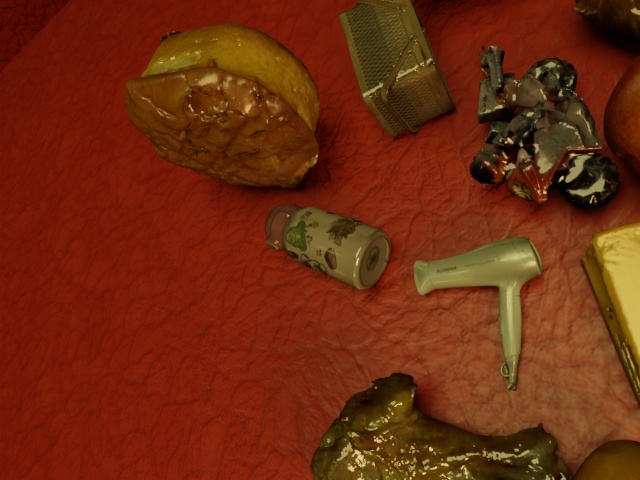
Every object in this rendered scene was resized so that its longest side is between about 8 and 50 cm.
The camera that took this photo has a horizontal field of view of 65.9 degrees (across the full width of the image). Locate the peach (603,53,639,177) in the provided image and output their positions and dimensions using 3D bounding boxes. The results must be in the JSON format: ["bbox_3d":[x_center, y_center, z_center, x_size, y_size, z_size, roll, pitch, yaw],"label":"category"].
[{"bbox_3d":[0.517,-0.174,0.668,0.231,0.231,0.230,-10,67,25],"label":"peach"}]

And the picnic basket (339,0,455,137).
[{"bbox_3d":[0.150,-0.357,0.977,0.139,0.165,0.266,-22,61,21],"label":"picnic basket"}]

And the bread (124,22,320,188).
[{"bbox_3d":[-0.177,-0.250,1.005,0.399,0.398,0.215,1,67,29],"label":"bread"}]

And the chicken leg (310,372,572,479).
[{"bbox_3d":[0.158,0.304,0.747,0.362,0.140,0.211,-17,85,11],"label":"chicken leg"}]

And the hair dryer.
[{"bbox_3d":[0.266,0.125,0.804,0.207,0.075,0.236,-17,72,30],"label":"hair dryer"}]

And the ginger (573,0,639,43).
[{"bbox_3d":[0.600,-0.377,0.732,0.418,0.254,0.176,29,124,45],"label":"ginger"}]

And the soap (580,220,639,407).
[{"bbox_3d":[0.498,0.124,0.644,0.204,0.096,0.324,-18,64,21],"label":"soap"}]

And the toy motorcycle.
[{"bbox_3d":[0.340,-0.219,0.844,0.207,0.134,0.400,-14,66,17],"label":"toy motorcycle"}]

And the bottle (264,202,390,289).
[{"bbox_3d":[0.000,0.000,0.953,0.253,0.120,0.120,20,82,34],"label":"bottle"}]

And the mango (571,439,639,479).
[{"bbox_3d":[0.344,0.368,0.582,0.139,0.176,0.254,8,82,30],"label":"mango"}]
